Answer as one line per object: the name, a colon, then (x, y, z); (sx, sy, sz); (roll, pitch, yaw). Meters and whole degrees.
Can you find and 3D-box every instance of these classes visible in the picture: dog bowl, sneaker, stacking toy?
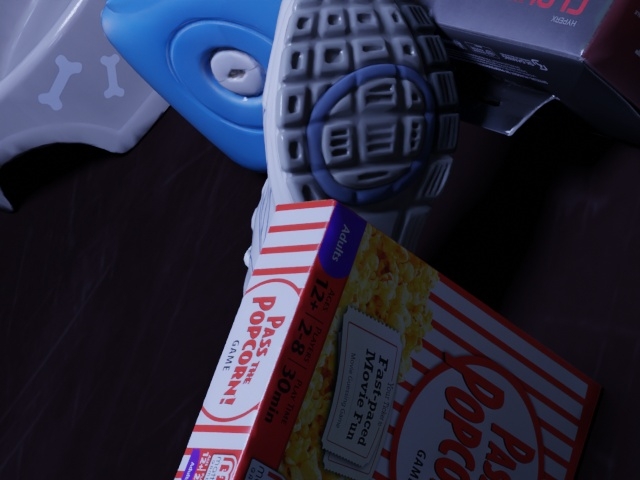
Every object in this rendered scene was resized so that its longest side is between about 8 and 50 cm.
dog bowl: (-0.207, -0.196, 1.478); (0.349, 0.102, 0.349); (-32, 39, 31)
sneaker: (0.000, 0.000, 0.975); (0.129, 0.111, 0.297); (-4, 85, 60)
stacking toy: (0.005, -0.207, 1.206); (0.175, 0.166, 0.302); (-21, 33, 46)

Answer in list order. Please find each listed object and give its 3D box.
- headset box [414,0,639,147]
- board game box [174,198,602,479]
headset box: (0.159, -0.183, 0.997); (0.218, 0.110, 0.293); (25, 83, 55)
board game box: (0.035, 0.091, 0.847); (0.045, 0.193, 0.147); (-4, 60, 49)
